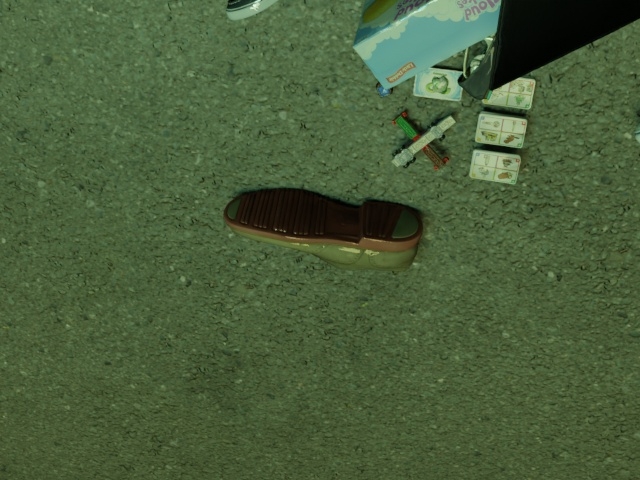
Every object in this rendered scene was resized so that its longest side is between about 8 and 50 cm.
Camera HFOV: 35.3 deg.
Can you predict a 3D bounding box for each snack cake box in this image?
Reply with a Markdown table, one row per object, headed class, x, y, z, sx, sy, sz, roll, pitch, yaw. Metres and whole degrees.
| class | x | y | z | sx | sy | sz | roll | pitch | yaw |
| --- | --- | --- | --- | --- | --- | --- | --- | --- | --- |
| snack cake box | 0.182 | -0.337 | 1.405 | 0.264 | 0.152 | 0.089 | -25 | 121 | 30 |

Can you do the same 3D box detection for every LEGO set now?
| class | x | y | z | sx | sy | sz | roll | pitch | yaw |
| --- | --- | --- | --- | --- | --- | --- | --- | --- | --- |
| LEGO set | 0.206 | -0.195 | 1.612 | 0.244 | 0.060 | 0.183 | 8 | 120 | 5 |

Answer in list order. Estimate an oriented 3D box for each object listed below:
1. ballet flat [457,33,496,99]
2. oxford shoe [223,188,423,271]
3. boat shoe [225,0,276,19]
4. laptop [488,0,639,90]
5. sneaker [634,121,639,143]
| class | x | y | z | sx | sy | sz | roll | pitch | yaw |
| --- | --- | --- | --- | --- | --- | --- | --- | --- | --- |
| ballet flat | 0.256 | -0.299 | 1.474 | 0.074 | 0.074 | 0.203 | 21 | 127 | -5 |
| oxford shoe | 0.000 | 0.000 | 1.767 | 0.348 | 0.123 | 0.130 | 10 | 137 | 7 |
| boat shoe | -0.077 | -0.398 | 1.479 | 0.183 | 0.065 | 0.083 | -24 | 120 | 22 |
| laptop | 0.328 | -0.454 | 1.220 | 0.382 | 0.236 | 0.408 | -27 | 99 | -10 |
| sneaker | 0.543 | -0.244 | 1.457 | 0.091 | 0.094 | 0.258 | 43 | 124 | 0 |
